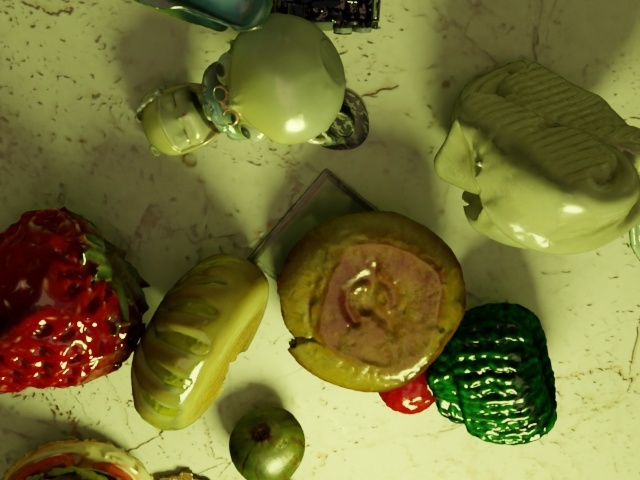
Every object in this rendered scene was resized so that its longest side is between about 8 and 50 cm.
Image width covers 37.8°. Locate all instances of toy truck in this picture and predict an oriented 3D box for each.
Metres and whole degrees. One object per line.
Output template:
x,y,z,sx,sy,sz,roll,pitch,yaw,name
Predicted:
0.010,-0.388,1.557,0.192,0.092,0.083,-4,113,-16,toy truck

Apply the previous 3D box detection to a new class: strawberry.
-0.487,0.121,1.583,0.345,0.317,0.295,-28,77,7,strawberry

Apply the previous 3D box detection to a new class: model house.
-0.190,-0.446,1.398,0.216,0.303,0.237,17,97,-22,model house

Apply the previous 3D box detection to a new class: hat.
0.278,0.264,1.810,0.332,0.242,0.274,-10,99,21,hat
0.036,-0.206,1.652,0.121,0.050,0.121,-4,113,-10,hat

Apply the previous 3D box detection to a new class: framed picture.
0.000,0.000,1.749,0.173,0.010,0.231,38,101,-20,framed picture

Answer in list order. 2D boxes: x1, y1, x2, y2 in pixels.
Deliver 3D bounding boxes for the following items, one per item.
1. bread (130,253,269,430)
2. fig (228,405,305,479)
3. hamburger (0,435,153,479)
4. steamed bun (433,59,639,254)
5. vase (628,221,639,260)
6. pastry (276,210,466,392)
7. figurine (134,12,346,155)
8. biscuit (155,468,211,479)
-0.221,0.170,1.639,0.160,0.333,0.333,30,106,8,bread
-0.094,0.439,1.871,0.151,0.151,0.259,-17,140,-2,fig
-0.468,0.546,1.766,0.330,0.250,0.329,-2,110,-4,hamburger
0.365,-0.120,1.602,0.342,0.368,0.255,-23,147,-39,steamed bun
0.743,0.004,1.715,0.245,0.291,0.245,-3,110,-9,vase
0.090,0.110,1.692,0.356,0.164,0.355,1,100,8,pastry
-0.133,-0.231,1.534,0.394,0.274,0.226,-17,98,30,figurine
-0.284,0.522,1.907,0.119,0.019,0.130,10,109,-13,biscuit
